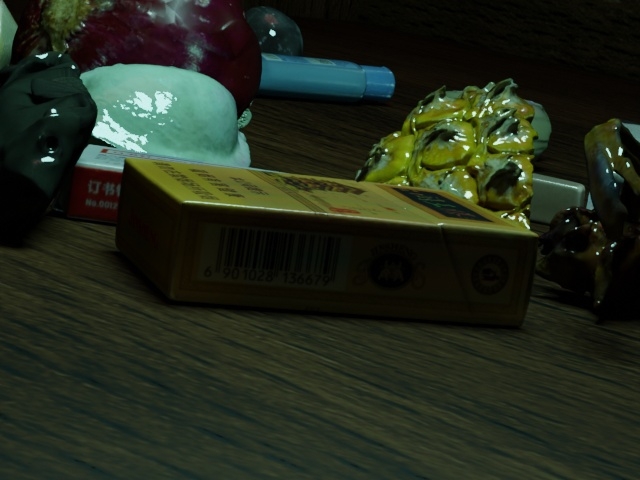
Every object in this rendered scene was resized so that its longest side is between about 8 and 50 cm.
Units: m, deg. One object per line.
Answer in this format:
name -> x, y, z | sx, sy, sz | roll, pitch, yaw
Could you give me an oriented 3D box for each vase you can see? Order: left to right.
vase -> -0.118, -0.276, 2.804 | 0.183, 0.120, 0.120 | -18, 23, -31

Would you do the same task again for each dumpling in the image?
dumpling -> -0.143, -0.091, 1.794 | 0.217, 0.149, 0.105 | 8, -31, -41

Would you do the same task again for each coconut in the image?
coconut -> -0.432, -0.254, 2.381 | 0.122, 0.116, 0.116 | 8, 10, -15

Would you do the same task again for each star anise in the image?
star anise -> 0.271, -0.006, 1.487 | 0.237, 0.148, 0.346 | 11, 0, 28

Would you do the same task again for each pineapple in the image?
pineapple -> 0.104, -0.071, 1.675 | 0.158, 0.161, 0.334 | 7, 12, 3

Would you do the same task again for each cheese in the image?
cheese -> 0.224, -0.148, 2.421 | 0.163, 0.082, 0.286 | 12, 10, 13

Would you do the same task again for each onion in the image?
onion -> -0.165, -0.213, 1.936 | 0.206, 0.207, 0.216 | 14, -8, 41

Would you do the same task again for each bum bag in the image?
bum bag -> -0.242, -0.077, 1.553 | 0.079, 0.142, 0.326 | 46, 3, -19

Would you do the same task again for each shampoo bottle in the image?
shampoo bottle -> -0.008, -0.233, 2.750 | 0.258, 0.061, 0.104 | 2, 11, -33

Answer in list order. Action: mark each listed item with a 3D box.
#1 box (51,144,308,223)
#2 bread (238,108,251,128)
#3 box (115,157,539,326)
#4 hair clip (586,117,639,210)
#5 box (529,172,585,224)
box -> -0.105, -0.037, 1.610 | 0.229, 0.050, 0.123 | 8, 8, -3
bread -> -0.187, -0.136, 2.142 | 0.193, 0.036, 0.112 | -3, 10, -36
box -> 0.000, 0.000, 1.418 | 0.274, 0.076, 0.174 | 5, 12, -20
hair clip -> 0.313, -0.051, 1.927 | 0.085, 0.101, 0.331 | 14, 13, 10
box -> 0.208, -0.045, 1.918 | 0.115, 0.048, 0.025 | 12, 17, 19
